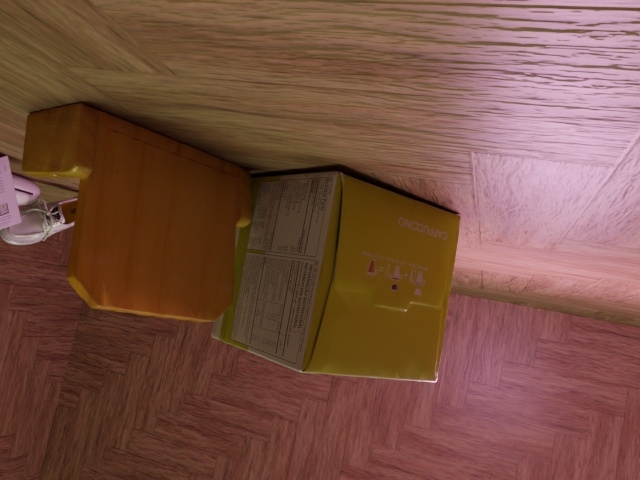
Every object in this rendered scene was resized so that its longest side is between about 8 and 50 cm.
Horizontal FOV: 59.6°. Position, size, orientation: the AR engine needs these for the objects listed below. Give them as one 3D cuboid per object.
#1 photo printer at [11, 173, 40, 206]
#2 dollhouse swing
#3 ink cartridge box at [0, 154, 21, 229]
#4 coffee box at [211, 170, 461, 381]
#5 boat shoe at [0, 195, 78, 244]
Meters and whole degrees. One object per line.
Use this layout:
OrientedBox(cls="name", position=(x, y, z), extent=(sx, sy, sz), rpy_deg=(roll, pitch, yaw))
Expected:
OrientedBox(cls="photo printer", position=(-1.184, -0.197, 1.986), extent=(0.307, 0.107, 0.256), rpy_deg=(9, 174, 25))
OrientedBox(cls="dollhouse swing", position=(-0.338, -0.034, 1.013), extent=(0.315, 0.305, 0.347), rpy_deg=(6, 172, 43))
OrientedBox(cls="ink cartridge box", position=(-1.030, -0.177, 1.576), extent=(0.309, 0.272, 0.130), rpy_deg=(10, -156, 20))
OrientedBox(cls="coffee box", position=(0.030, 0.073, 1.115), extent=(0.338, 0.338, 0.334), rpy_deg=(14, 173, -37))
OrientedBox(cls="boat shoe", position=(-0.956, -0.087, 2.015), extent=(0.367, 0.136, 0.156), rpy_deg=(-18, 176, -29))
